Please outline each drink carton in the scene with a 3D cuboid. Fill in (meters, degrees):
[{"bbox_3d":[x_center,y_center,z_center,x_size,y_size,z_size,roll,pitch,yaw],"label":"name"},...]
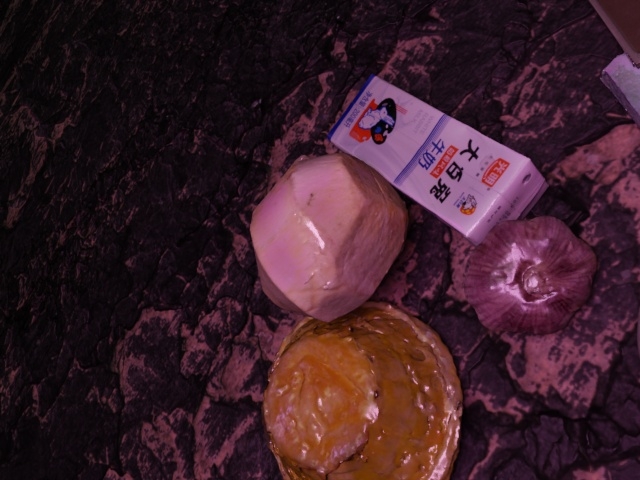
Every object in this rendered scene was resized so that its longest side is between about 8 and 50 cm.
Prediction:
[{"bbox_3d":[0.159,-0.118,0.835,0.130,0.107,0.315,-54,50,9],"label":"drink carton"}]

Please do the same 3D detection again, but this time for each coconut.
[{"bbox_3d":[0.000,0.000,0.782,0.197,0.237,0.237,44,105,-5],"label":"coconut"}]

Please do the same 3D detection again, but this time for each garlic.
[{"bbox_3d":[0.254,0.043,0.694,0.159,0.102,0.147,-29,75,14],"label":"garlic"}]

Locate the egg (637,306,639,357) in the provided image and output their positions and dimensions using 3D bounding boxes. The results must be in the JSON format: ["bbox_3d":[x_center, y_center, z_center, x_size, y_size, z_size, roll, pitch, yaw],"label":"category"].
[{"bbox_3d":[0.393,0.078,0.551,0.151,0.151,0.209,2,72,38],"label":"egg"}]

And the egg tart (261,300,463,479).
[{"bbox_3d":[0.029,0.227,0.784,0.342,0.132,0.341,-16,62,33],"label":"egg tart"}]

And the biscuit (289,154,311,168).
[{"bbox_3d":[0.014,-0.063,0.956,0.219,0.055,0.061,51,122,38],"label":"biscuit"}]

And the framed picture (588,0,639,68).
[{"bbox_3d":[0.474,-0.352,0.704,0.260,0.023,0.188,-31,53,25],"label":"framed picture"}]

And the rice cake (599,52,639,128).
[{"bbox_3d":[0.414,-0.150,0.702,0.043,0.034,0.210,-27,57,16],"label":"rice cake"}]
